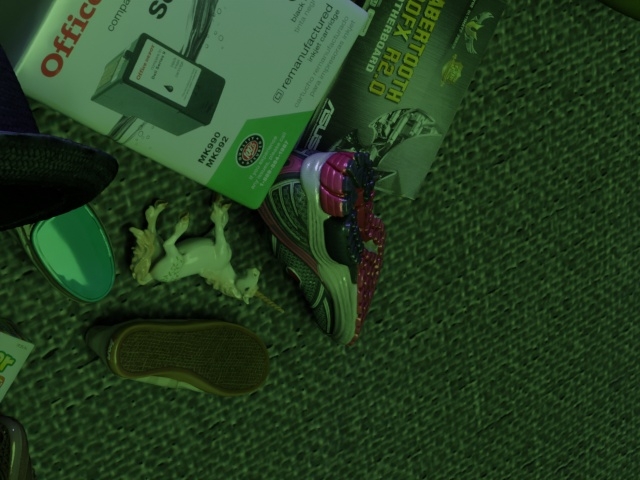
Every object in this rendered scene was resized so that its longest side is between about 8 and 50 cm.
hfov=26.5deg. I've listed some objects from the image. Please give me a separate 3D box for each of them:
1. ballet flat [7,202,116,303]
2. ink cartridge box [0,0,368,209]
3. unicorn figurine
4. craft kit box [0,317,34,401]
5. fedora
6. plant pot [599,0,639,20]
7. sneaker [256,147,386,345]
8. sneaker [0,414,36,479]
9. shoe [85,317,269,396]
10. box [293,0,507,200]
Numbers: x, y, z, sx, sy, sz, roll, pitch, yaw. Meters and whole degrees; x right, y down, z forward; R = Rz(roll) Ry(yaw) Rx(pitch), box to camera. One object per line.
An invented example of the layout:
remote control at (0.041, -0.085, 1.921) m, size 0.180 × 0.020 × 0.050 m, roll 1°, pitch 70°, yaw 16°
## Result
ballet flat at (-0.249, -0.034, 1.168) m, size 0.072 × 0.068 × 0.213 m, roll -44°, pitch 125°, yaw -18°
ink cartridge box at (-0.131, -0.180, 1.152) m, size 0.289 × 0.121 × 0.211 m, roll 26°, pitch 96°, yaw -44°
unicorn figurine at (-0.114, 0.012, 1.322) m, size 0.161 × 0.060 × 0.111 m, roll -2°, pitch 115°, yaw -21°
craft kit box at (-0.408, 0.145, 1.152) m, size 0.250 × 0.061 × 0.247 m, roll 28°, pitch 91°, yaw -44°
fedora at (-0.300, -0.085, 0.950) m, size 0.334 × 0.334 × 0.153 m, roll -6°, pitch 84°, yaw -37°
plant pot at (0.344, -0.341, 1.383) m, size 0.275 × 0.274 × 0.293 m, roll -55°, pitch 149°, yaw -1°
sneaker at (0.000, 0.000, 1.361) m, size 0.299 × 0.112 × 0.121 m, roll 79°, pitch 25°, yaw -55°
sneaker at (-0.300, 0.242, 1.296) m, size 0.071 × 0.066 × 0.188 m, roll -16°, pitch 129°, yaw -52°
shoe at (-0.139, 0.111, 1.357) m, size 0.219 × 0.058 × 0.077 m, roll 15°, pitch 83°, yaw -47°
box at (0.068, -0.171, 1.365) m, size 0.183 × 0.056 × 0.231 m, roll 18°, pitch 101°, yaw -43°
